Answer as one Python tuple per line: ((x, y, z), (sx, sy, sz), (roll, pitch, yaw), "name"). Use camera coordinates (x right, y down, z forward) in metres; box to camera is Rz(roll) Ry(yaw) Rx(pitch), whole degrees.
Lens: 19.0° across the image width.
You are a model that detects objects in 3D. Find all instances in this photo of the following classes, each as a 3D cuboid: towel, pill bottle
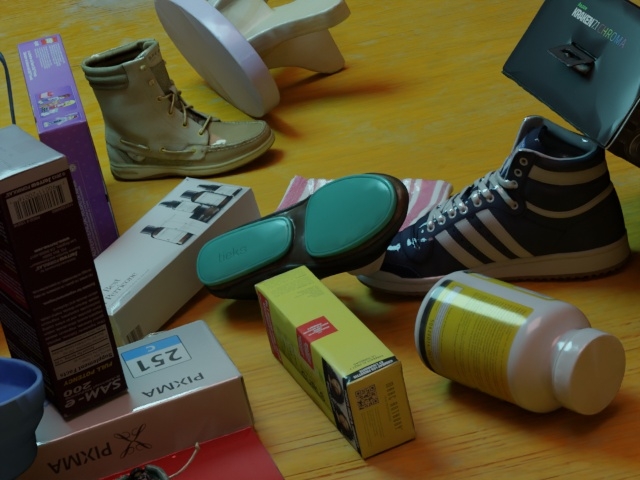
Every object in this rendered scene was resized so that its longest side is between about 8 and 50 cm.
((0.035, -0.029, 2.101), (0.197, 0.029, 0.144), (0, 30, 23), "towel")
((0.180, 0.096, 1.721), (0.103, 0.103, 0.184), (-31, 32, -32), "pill bottle")

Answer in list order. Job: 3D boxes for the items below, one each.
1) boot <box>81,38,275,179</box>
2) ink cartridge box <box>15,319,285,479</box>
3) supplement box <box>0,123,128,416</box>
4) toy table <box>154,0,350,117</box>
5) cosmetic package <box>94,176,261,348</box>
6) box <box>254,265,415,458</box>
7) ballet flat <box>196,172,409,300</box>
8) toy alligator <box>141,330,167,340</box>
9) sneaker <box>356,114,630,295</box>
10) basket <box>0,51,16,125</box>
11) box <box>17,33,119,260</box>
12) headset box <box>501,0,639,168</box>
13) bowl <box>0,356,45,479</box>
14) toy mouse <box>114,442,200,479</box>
((-0.172, -0.163, 2.292), (0.213, 0.165, 0.077), (-6, 29, 16), "boot")
((-0.202, 0.194, 1.738), (0.296, 0.066, 0.261), (-19, 27, -12), "ink cartridge box")
((-0.257, 0.027, 1.748), (0.073, 0.239, 0.130), (-22, 27, -23), "supplement box")
((-0.082, -0.277, 2.430), (0.161, 0.252, 0.274), (-38, 44, -12), "toy table")
((-0.172, 0.023, 2.030), (0.099, 0.060, 0.239), (8, 40, 38), "cosmetic package")
((0.011, 0.109, 1.787), (0.058, 0.087, 0.232), (-20, 29, -14), "box")
((0.000, 0.000, 1.925), (0.280, 0.096, 0.095), (-17, 60, 39), "ballet flat")
((-0.234, 0.138, 1.878), (0.189, 0.056, 0.051), (-16, 69, -9), "toy alligator")
((0.163, -0.036, 1.924), (0.282, 0.153, 0.099), (-6, 27, 12), "sneaker")
((-0.440, -0.056, 2.067), (0.254, 0.289, 0.201), (-13, 32, -8), "basket")
((-0.283, -0.093, 2.170), (0.057, 0.201, 0.293), (-15, 27, -6), "box")
((0.347, -0.133, 1.881), (0.131, 0.283, 0.246), (-58, 29, 10), "headset box")
((-0.422, 0.171, 1.595), (0.391, 0.077, 0.391), (-5, 7, 1), "bowl")
((-0.129, 0.237, 1.634), (0.161, 0.031, 0.143), (10, 48, 12), "toy mouse")
